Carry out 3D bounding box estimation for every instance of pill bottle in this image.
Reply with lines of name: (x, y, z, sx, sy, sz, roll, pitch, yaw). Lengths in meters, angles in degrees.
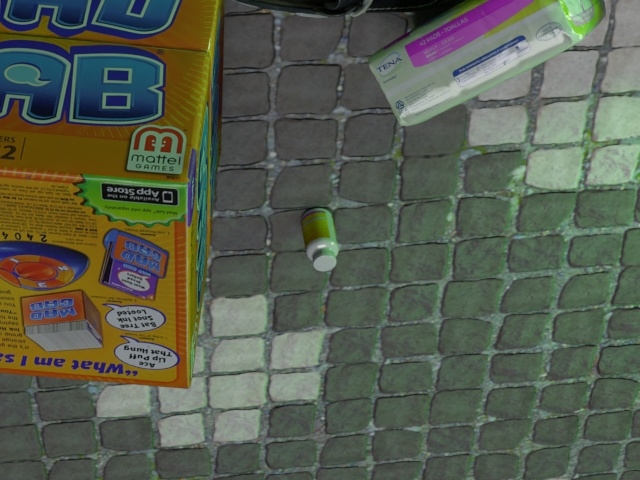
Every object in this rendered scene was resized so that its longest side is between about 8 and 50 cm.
pill bottle: (0.000, 0.000, 2.360, 0.043, 0.083, 0.043, -6, 137, -5)

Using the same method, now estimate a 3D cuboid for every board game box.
board game box: (-0.296, -0.096, 1.934, 0.357, 0.356, 0.356, 5, 141, -1)

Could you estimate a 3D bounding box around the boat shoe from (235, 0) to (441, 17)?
boat shoe: (0.011, -0.295, 2.040, 0.303, 0.091, 0.114, 4, 136, -15)

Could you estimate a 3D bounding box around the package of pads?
package of pads: (0.198, -0.234, 2.020, 0.229, 0.296, 0.101, -27, 94, 18)
